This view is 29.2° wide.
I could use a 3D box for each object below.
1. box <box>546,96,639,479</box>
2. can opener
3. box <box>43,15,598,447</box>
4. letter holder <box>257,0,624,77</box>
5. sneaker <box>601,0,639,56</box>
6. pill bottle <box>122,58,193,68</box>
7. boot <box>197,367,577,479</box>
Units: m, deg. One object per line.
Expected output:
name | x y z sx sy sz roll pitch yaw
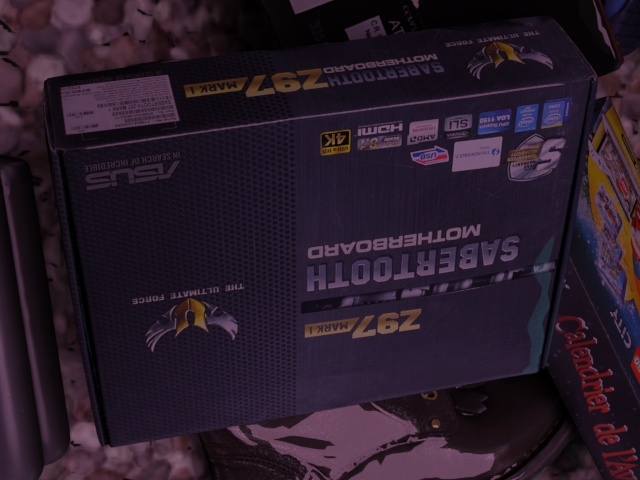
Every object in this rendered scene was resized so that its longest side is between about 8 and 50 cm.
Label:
box | 0.184 0.050 0.741 0.233 0.044 0.159 61 35 -17
can opener | -0.196 -0.013 0.618 0.095 0.076 0.283 -4 100 10
box | 0.000 0.000 0.570 0.233 0.059 0.183 -8 132 -10
letter holder | 0.027 -0.223 0.648 0.152 0.214 0.301 -20 107 13
sneaker | 0.193 -0.186 0.762 0.053 0.059 0.144 -1 110 -53
pill bottle | -0.075 -0.058 0.623 0.067 0.120 0.067 -3 97 -22
boot | 0.017 0.051 0.692 0.263 0.091 0.229 -24 105 -17
